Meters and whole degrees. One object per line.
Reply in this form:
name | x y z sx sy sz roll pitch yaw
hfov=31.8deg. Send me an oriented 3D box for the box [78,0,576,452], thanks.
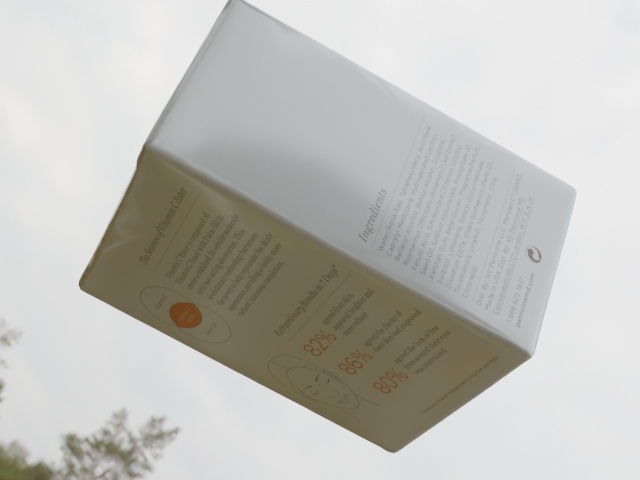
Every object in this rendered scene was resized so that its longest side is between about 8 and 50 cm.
box | 0.000 0.000 0.492 0.170 0.091 0.130 29 -35 -7
